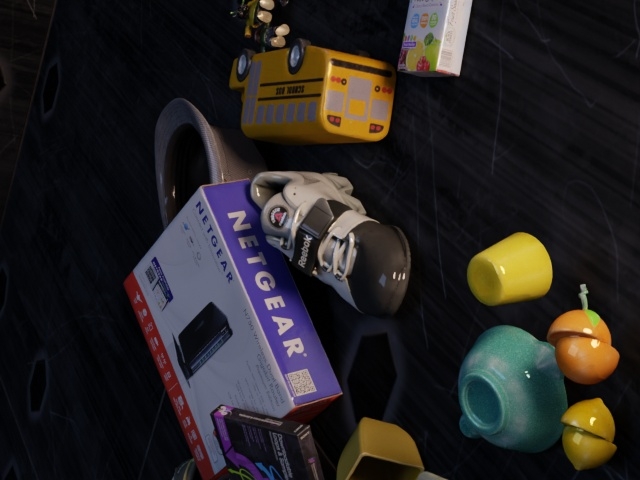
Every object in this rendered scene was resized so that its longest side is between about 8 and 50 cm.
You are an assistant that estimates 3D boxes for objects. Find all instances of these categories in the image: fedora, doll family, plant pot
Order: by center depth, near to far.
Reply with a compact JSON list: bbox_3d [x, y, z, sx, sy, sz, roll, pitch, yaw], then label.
[{"bbox_3d":[0.065,0.257,1.695,0.083,0.082,0.081,-98,29,-52],"label":"plant pot"},{"bbox_3d":[-0.155,-0.080,2.193,0.244,0.124,0.275,-39,59,57],"label":"fedora"},{"bbox_3d":[-0.088,-0.383,2.229,0.111,0.076,0.193,18,93,68],"label":"doll family"}]

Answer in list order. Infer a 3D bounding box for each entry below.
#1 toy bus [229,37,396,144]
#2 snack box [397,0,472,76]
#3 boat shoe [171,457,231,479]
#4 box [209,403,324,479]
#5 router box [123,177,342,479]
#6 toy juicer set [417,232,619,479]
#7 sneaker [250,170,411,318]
[{"bbox_3d":[-0.021,-0.202,1.987,0.333,0.108,0.130,5,88,64],"label":"toy bus"},{"bbox_3d":[0.143,-0.272,1.756,0.100,0.037,0.141,14,94,63],"label":"snack box"},{"bbox_3d":[-0.167,0.444,2.068,0.091,0.109,0.305,122,150,-47],"label":"boat shoe"},{"bbox_3d":[-0.067,0.281,1.882,0.162,0.029,0.116,6,121,40],"label":"box"},{"bbox_3d":[-0.133,0.130,2.011,0.301,0.082,0.335,-47,62,49],"label":"router box"},{"bbox_3d":[0.215,0.172,1.435,0.209,0.089,0.329,38,131,38],"label":"toy juicer set"},{"bbox_3d":[0.000,0.000,1.839,0.330,0.146,0.122,45,120,57],"label":"sneaker"}]
